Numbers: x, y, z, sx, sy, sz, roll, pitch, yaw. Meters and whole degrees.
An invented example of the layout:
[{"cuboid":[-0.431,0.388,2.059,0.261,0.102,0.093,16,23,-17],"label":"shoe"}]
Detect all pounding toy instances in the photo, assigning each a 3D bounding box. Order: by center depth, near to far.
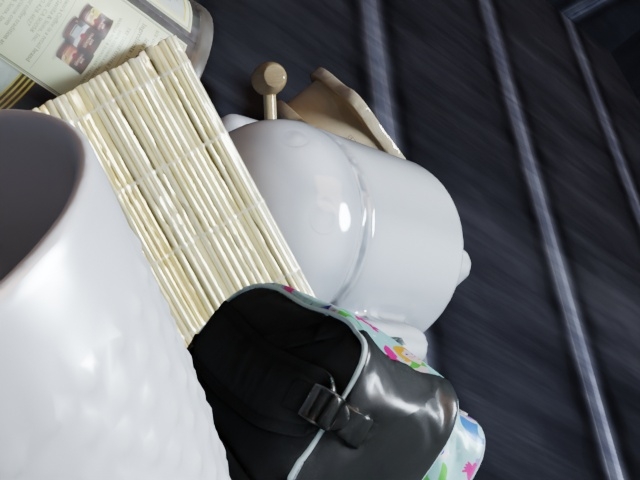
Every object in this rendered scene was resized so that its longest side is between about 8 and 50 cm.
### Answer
[{"cuboid":[-0.006,-0.096,1.580,0.269,0.155,0.154,52,-6,-17],"label":"pounding toy"}]

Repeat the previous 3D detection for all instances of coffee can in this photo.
[{"cuboid":[-0.257,-0.190,1.128,0.275,0.201,0.201,35,29,-30],"label":"coffee can"}]

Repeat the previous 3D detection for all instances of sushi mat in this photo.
[{"cuboid":[-0.107,0.005,1.101,0.316,0.151,0.019,62,-20,-16],"label":"sushi mat"}]

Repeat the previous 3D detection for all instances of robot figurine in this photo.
[{"cuboid":[0.000,0.000,1.294,0.353,0.200,0.300,15,34,-52],"label":"robot figurine"}]

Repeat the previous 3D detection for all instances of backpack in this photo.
[{"cuboid":[-0.022,0.153,0.988,0.191,0.225,0.253,34,-5,-33],"label":"backpack"}]

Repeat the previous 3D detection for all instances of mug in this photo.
[{"cuboid":[-0.198,0.129,0.717,0.374,0.276,0.328,34,-30,56],"label":"mug"}]

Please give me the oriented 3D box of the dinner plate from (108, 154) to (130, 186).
[{"cuboid":[-0.163,-0.009,1.116,0.141,0.141,0.017,21,12,-47],"label":"dinner plate"}]
